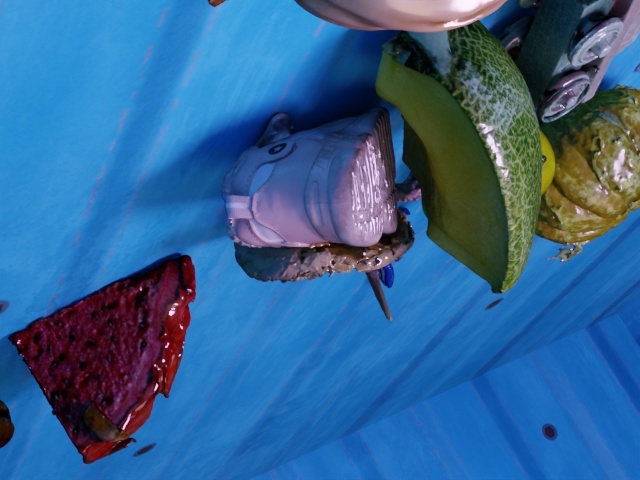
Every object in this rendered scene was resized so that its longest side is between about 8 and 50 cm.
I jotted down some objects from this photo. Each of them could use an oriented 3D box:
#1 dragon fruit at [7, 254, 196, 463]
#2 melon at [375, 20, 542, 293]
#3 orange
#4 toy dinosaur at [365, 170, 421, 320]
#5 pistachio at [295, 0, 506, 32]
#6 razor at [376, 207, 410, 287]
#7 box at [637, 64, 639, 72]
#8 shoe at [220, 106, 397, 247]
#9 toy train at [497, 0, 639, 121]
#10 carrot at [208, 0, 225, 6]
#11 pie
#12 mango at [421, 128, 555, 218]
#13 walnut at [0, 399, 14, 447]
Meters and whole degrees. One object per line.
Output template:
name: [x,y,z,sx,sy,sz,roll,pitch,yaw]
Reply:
dragon fruit: [-0.298,0.150,1.947,0.330,0.302,0.240,-47,128,3]
melon: [0.180,-0.142,1.724,0.226,0.331,0.343,2,153,2]
orange: [0.451,-0.133,2.253,0.300,0.223,0.301,-34,167,-40]
toy dinosaur: [0.069,-0.014,2.028,0.251,0.199,0.072,-58,139,-27]
pistachio: [0.089,-0.303,1.188,0.321,0.238,0.229,-42,180,-40]
razor: [0.119,0.028,2.446,0.056,0.093,0.324,11,164,3]
box: [0.580,-0.315,2.284,0.054,0.024,0.083,-23,160,-29]
shoe: [-0.007,-0.085,1.768,0.198,0.172,0.351,-2,-174,11]
toy train: [0.361,-0.296,1.802,0.221,0.150,0.304,-31,162,-21]
carrot: [-0.045,-0.285,1.331,0.161,0.055,0.055,-25,163,7]
pie: [0.000,0.000,1.904,0.274,0.055,0.274,-6,-161,2]
mango: [0.265,-0.106,2.125,0.185,0.149,0.273,-6,161,-11]
walnut: [-0.519,0.275,1.995,0.115,0.116,0.207,-30,163,-2]
